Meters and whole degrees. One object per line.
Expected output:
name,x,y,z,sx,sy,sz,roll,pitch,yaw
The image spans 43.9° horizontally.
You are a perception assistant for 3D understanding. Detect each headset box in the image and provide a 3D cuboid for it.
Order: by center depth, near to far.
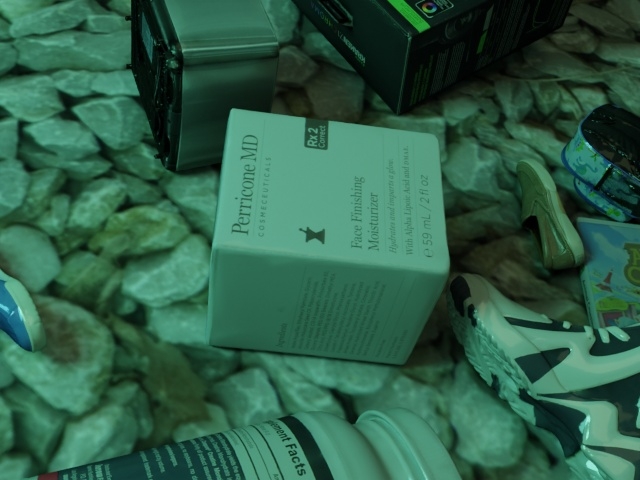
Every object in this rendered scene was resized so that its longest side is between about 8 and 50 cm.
headset box,0.119,-0.315,0.935,0.283,0.131,0.246,-29,65,-17

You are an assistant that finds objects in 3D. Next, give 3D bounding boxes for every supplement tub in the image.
supplement tub,-0.053,0.216,0.494,0.272,0.191,0.191,-9,57,-18

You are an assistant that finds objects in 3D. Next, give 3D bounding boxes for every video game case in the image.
video game case,0.367,0.069,0.793,0.212,0.023,0.193,7,53,-6

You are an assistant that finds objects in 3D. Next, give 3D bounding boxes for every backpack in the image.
backpack,0.320,-0.082,0.855,0.114,0.084,0.105,41,52,16

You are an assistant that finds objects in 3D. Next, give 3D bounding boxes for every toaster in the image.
toaster,-0.121,-0.174,0.780,0.110,0.168,0.186,-11,57,-20

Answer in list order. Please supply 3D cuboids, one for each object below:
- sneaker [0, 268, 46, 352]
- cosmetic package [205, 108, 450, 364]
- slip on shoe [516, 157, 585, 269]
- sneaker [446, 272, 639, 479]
sneaker,-0.294,0.051,0.647,0.084,0.058,0.152,-30,60,-35
cosmetic package,0.000,0.000,0.688,0.183,0.151,0.151,6,52,-7
slip on shoe,0.226,-0.028,0.823,0.041,0.051,0.135,-17,62,-2
sneaker,0.231,0.092,0.684,0.153,0.094,0.235,-37,68,-16
